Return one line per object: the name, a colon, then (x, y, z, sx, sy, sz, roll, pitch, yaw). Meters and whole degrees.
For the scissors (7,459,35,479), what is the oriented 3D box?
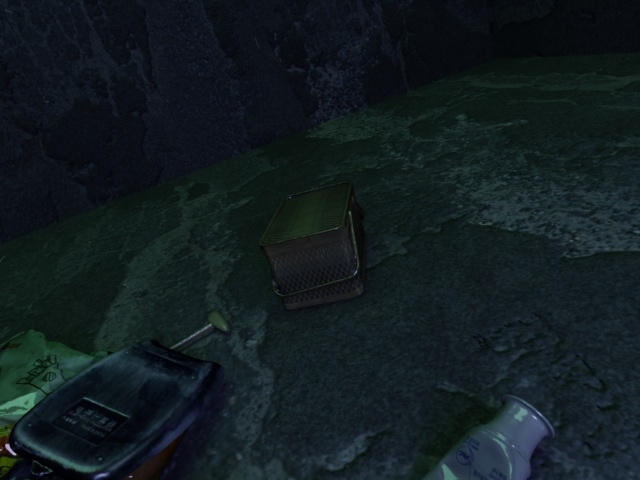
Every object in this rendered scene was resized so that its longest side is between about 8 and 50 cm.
scissors: (-0.368, 0.320, 0.533, 0.383, 0.029, 0.256, -10, 23, 46)

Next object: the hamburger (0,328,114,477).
hamburger: (-0.451, 0.221, 0.670, 0.260, 0.150, 0.276, -22, 12, 0)

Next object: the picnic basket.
picnic basket: (0.000, 0.000, 0.897, 0.165, 0.139, 0.267, -12, 24, 14)

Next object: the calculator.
calculator: (-0.251, 0.210, 0.595, 0.177, 0.040, 0.268, 14, 21, 16)

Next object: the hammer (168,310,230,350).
hammer: (-0.252, 0.195, 0.813, 0.195, 0.028, 0.060, -31, 33, -19)

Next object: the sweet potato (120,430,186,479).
sweet potato: (-0.231, 0.284, 0.562, 0.078, 0.058, 0.255, -28, 10, 38)

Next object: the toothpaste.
toothpaste: (0.106, 0.249, 0.411, 0.266, 0.061, 0.096, -36, 30, -20)
